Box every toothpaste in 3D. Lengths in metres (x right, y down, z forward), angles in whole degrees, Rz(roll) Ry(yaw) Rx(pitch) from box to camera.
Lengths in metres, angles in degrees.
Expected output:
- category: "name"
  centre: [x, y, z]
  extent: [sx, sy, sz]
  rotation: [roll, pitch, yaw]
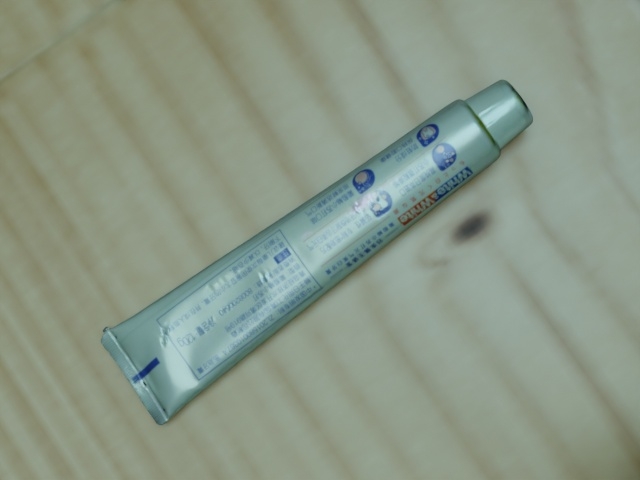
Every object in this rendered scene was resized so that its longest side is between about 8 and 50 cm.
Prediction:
- category: "toothpaste"
  centre: [0.000, 0.000, 0.616]
  extent: [0.218, 0.033, 0.052]
  rotation: [-36, 79, 2]
